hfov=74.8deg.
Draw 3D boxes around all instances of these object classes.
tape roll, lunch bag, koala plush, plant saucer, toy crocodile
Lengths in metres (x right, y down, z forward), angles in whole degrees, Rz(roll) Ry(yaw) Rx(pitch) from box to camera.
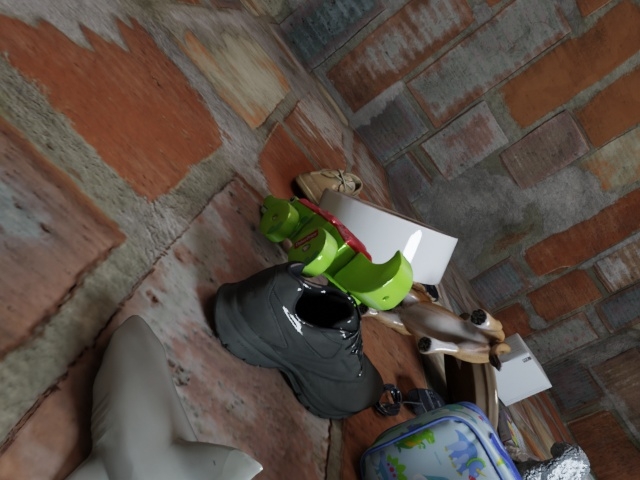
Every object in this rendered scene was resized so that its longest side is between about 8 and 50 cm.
[{"bbox_3d":[0.125,-0.013,0.855,0.286,0.100,0.286,20,9,-3],"label":"tape roll"},{"bbox_3d":[0.168,0.324,0.507,0.219,0.176,0.090,61,20,17],"label":"lunch bag"},{"bbox_3d":[0.498,0.568,0.959,0.221,0.203,0.196,66,5,-76],"label":"koala plush"},{"bbox_3d":[0.324,0.302,0.933,0.278,0.041,0.278,-3,90,-88],"label":"plant saucer"},{"bbox_3d":[0.000,0.000,0.624,0.115,0.105,0.340,42,-1,-34],"label":"toy crocodile"}]

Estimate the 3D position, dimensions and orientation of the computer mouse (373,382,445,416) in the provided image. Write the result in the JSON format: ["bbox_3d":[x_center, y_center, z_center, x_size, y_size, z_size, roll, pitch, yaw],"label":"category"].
[{"bbox_3d":[0.158,0.299,0.750,0.242,0.041,0.071,27,35,-43],"label":"computer mouse"}]

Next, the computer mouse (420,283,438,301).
[{"bbox_3d":[0.245,0.082,1.271,0.262,0.060,0.184,37,28,-16],"label":"computer mouse"}]

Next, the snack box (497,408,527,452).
[{"bbox_3d":[0.570,0.589,1.246,0.100,0.037,0.141,56,19,-3],"label":"snack box"}]

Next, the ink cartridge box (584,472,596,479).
[{"bbox_3d":[0.697,0.710,1.179,0.208,0.153,0.087,41,23,-39],"label":"ink cartridge box"}]

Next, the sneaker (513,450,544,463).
[{"bbox_3d":[0.594,0.679,1.040,0.321,0.180,0.124,26,-6,43],"label":"sneaker"}]

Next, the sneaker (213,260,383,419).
[{"bbox_3d":[0.009,0.129,0.513,0.286,0.130,0.109,43,28,-35],"label":"sneaker"}]

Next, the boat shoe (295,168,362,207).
[{"bbox_3d":[0.032,-0.138,1.048,0.109,0.098,0.302,59,19,9],"label":"boat shoe"}]

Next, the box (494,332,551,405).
[{"bbox_3d":[0.688,0.465,1.509,0.182,0.181,0.119,51,20,-15],"label":"box"}]

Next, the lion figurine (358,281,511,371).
[{"bbox_3d":[0.239,0.166,0.836,0.240,0.142,0.392,28,4,-37],"label":"lion figurine"}]

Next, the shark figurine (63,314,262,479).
[{"bbox_3d":[-0.063,0.181,0.292,0.278,0.116,0.166,50,21,-10],"label":"shark figurine"}]
